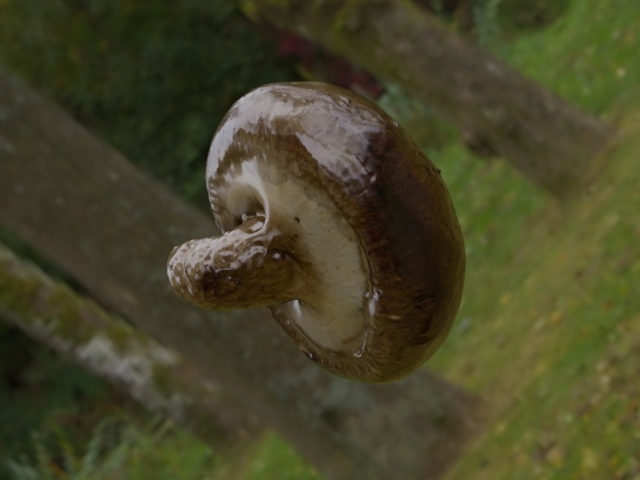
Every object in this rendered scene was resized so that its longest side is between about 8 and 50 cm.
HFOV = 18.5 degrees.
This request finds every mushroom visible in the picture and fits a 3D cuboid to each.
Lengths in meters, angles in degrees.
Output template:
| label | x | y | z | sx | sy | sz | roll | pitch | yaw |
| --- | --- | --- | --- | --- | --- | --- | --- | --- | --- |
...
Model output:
| label | x | y | z | sx | sy | sz | roll | pitch | yaw |
| --- | --- | --- | --- | --- | --- | --- | --- | --- | --- |
| mushroom | 0.016 | -0.015 | 2.104 | 0.345 | 0.345 | 0.239 | -36 | 27 | 57 |
